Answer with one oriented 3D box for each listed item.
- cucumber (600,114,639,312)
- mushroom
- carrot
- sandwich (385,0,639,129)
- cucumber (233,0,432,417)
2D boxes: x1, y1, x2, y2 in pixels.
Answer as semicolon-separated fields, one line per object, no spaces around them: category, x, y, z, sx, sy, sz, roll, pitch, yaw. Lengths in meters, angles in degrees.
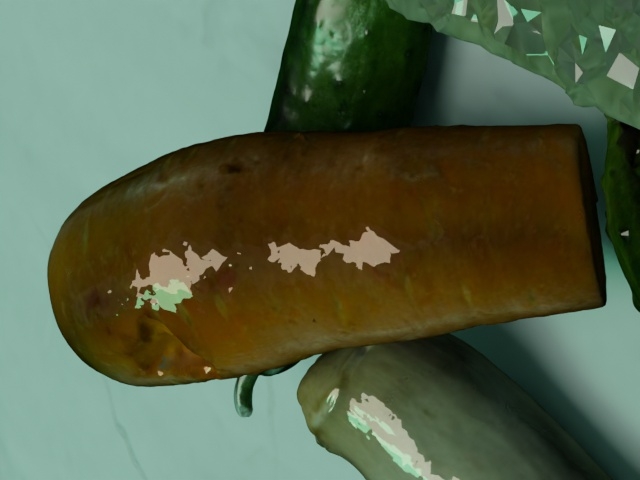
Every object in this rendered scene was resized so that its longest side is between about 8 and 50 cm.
cucumber;0.144;0.050;0.524;0.069;0.069;0.227;-43;69;48
mushroom;0.091;0.126;0.591;0.278;0.096;0.099;50;128;34
carrot;0.000;0.000;0.596;0.193;0.087;0.087;-13;96;23
sandwich;0.107;-0.154;0.407;0.325;0.131;0.262;25;128;35
cucumber;0.003;-0.031;0.658;0.056;0.056;0.250;39;130;32
